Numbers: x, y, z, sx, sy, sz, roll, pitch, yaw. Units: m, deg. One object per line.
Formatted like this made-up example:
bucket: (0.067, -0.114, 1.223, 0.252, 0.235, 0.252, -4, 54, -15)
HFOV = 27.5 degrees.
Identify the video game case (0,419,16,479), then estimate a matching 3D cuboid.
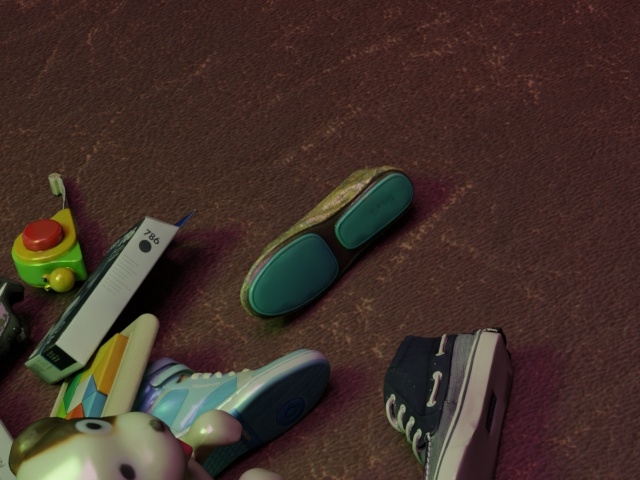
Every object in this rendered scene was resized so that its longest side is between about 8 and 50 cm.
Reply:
video game case: (-0.612, 0.344, 1.896, 0.329, 0.036, 0.300, -33, 85, -12)

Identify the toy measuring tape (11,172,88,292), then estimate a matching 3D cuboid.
toy measuring tape: (-0.476, -0.010, 2.242, 0.121, 0.121, 0.330, -24, 38, -3)

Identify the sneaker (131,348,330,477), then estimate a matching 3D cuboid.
sneaker: (-0.158, 0.216, 1.913, 0.319, 0.127, 0.208, -32, 48, -12)

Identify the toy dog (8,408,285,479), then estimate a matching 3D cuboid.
toy dog: (-0.228, 0.363, 1.605, 0.395, 0.408, 0.285, -24, 45, -3)

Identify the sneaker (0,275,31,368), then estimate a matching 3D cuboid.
sneaker: (-0.539, 0.172, 2.095, 0.135, 0.098, 0.276, 8, 64, -8)

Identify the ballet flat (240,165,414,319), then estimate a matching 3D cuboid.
ballet flat: (0.000, 0.000, 2.075, 0.348, 0.123, 0.123, -40, 49, -17)

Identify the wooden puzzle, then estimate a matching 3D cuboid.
wooden puzzle: (-0.343, 0.232, 1.941, 0.238, 0.044, 0.221, -32, 32, 43)

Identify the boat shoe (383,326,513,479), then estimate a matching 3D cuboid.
boat shoe: (0.153, 0.264, 1.778, 0.158, 0.127, 0.341, -3, 40, 25)

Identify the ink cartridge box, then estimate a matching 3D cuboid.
ink cartridge box: (-0.335, 0.072, 2.088, 0.165, 0.065, 0.333, -31, 22, 56)
